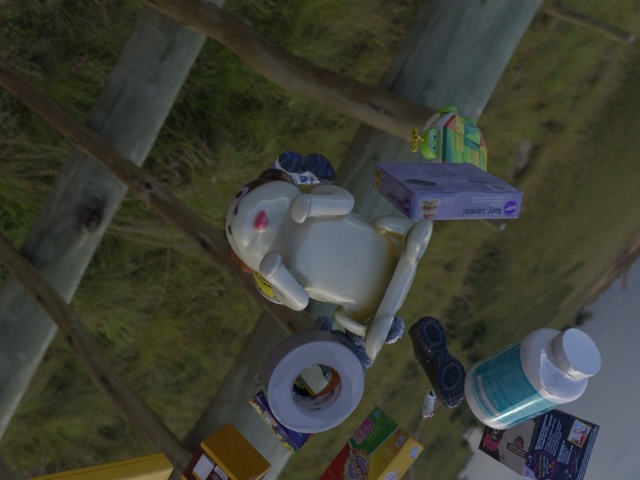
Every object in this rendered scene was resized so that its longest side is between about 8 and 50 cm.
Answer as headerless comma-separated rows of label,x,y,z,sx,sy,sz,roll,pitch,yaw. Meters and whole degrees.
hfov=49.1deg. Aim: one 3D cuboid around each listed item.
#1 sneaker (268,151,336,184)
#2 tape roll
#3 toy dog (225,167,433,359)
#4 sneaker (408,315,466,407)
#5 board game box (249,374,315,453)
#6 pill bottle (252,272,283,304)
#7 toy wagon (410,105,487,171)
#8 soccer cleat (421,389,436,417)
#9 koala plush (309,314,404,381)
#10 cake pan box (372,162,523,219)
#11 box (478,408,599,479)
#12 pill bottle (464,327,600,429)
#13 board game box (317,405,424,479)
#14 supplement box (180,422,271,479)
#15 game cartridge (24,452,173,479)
sneaker,-0.047,-0.187,1.871,0.211,0.080,0.081,10,152,-41
tape roll,-0.018,0.310,1.547,0.219,0.072,0.219,-5,106,-17
toy dog,0.000,0.000,1.439,0.395,0.408,0.284,-32,144,-74
sneaker,0.356,0.374,2.156,0.109,0.286,0.130,-15,171,-22
board game box,-0.073,0.421,1.758,0.141,0.170,0.048,-36,174,-43
pill bottle,-0.088,0.028,1.799,0.188,0.188,0.334,-41,163,-18
toy wagon,0.375,-0.247,2.011,0.344,0.068,0.267,14,76,-50
soccer cleat,0.247,0.373,1.602,0.083,0.029,0.035,-44,119,-59
koala plush,0.096,0.248,1.790,0.221,0.196,0.203,-52,-171,19
cake pan box,0.278,-0.115,1.556,0.267,0.245,0.070,-3,113,-17
box,0.481,0.446,1.579,0.247,0.142,0.163,158,-47,-82
pill bottle,0.412,0.263,1.361,0.146,0.146,0.264,-21,163,-38
board game box,0.136,0.672,2.071,0.064,0.242,0.316,42,83,-21
supplement box,-0.289,0.705,2.133,0.129,0.191,0.194,-25,151,-54
game cartridge,-0.408,0.485,1.091,0.285,0.053,0.323,11,111,-54
